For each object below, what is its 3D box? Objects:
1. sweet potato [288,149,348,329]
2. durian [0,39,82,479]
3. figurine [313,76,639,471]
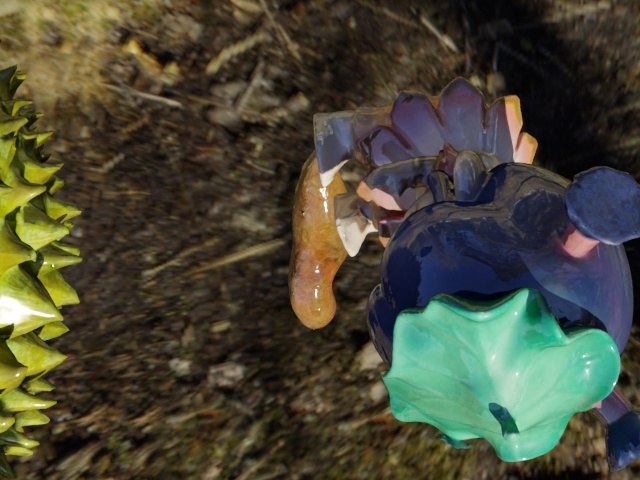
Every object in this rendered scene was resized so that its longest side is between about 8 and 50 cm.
[{"bbox_3d":[0.001,0.001,1.151,0.058,0.055,0.202,-8,129,-14],"label":"sweet potato"},{"bbox_3d":[-0.212,0.008,0.518,0.291,0.224,0.291,16,111,50],"label":"durian"},{"bbox_3d":[0.059,-0.001,0.503,0.102,0.195,0.111,-19,124,3],"label":"figurine"}]
